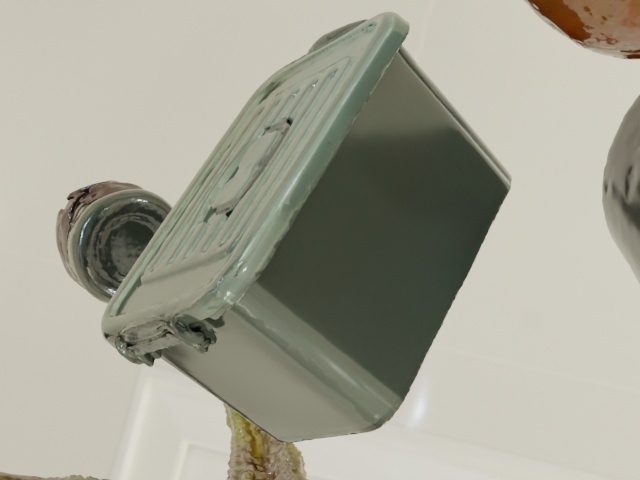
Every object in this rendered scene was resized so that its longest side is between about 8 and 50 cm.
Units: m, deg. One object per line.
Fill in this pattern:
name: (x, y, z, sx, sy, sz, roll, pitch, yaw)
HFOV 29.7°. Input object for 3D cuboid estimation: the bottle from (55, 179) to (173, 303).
bottle: (-0.242, 0.005, 1.455, 0.271, 0.143, 0.156, 9, -62, 71)

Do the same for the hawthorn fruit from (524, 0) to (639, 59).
hawthorn fruit: (0.169, -0.206, 0.539, 0.251, 0.199, 0.199, -60, -177, 49)

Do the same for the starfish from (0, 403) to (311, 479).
starfish: (-0.078, 0.189, 0.944, 0.398, 0.383, 0.132, -135, -132, -71)

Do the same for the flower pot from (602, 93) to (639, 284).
flower pot: (0.266, -0.019, 0.669, 0.268, 0.166, 0.269, -12, 117, -24)

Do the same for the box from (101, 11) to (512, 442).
box: (0.000, 0.000, 0.713, 0.135, 0.163, 0.243, 43, 58, -19)
